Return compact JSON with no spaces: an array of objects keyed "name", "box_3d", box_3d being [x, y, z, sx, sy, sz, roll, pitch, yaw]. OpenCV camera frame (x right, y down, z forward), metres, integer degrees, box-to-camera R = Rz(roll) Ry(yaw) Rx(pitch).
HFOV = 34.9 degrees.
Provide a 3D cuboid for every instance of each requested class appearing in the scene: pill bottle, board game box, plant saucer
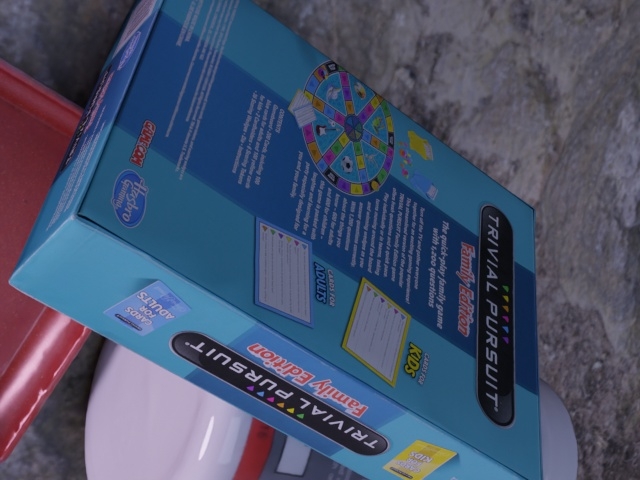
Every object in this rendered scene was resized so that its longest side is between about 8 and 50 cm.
[{"name":"pill bottle","box_3d":[0.021,0.151,0.802,0.363,0.210,0.210,18,101,-34]},{"name":"board game box","box_3d":[0.000,0.000,0.665,0.336,0.253,0.079,33,132,-23]},{"name":"plant saucer","box_3d":[-0.256,0.001,0.667,0.259,0.048,0.258,32,92,-42]}]
